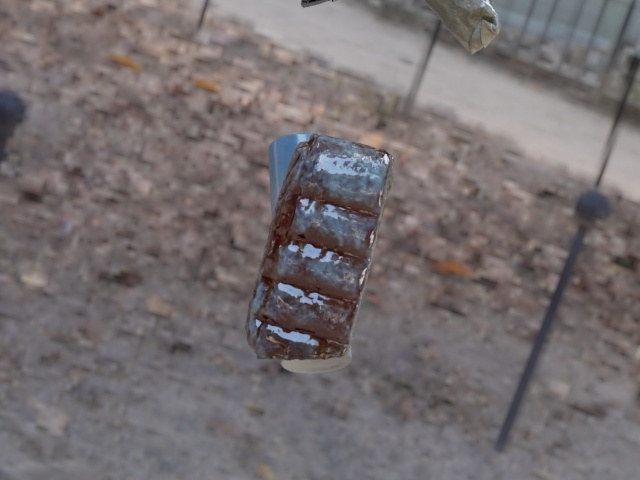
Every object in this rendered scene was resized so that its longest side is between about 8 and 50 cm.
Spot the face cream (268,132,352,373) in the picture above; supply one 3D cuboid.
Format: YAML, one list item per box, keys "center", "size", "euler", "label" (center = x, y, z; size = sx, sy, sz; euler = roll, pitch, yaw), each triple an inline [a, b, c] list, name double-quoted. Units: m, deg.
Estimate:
- center: [-0.012, 0.012, 1.765]
  size: [0.077, 0.077, 0.250]
  euler: [8, 63, -28]
  label: "face cream"

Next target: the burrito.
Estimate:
- center: [0.113, -0.339, 1.968]
  size: [0.275, 0.082, 0.059]
  euler: [47, 61, -1]
  label: "burrito"

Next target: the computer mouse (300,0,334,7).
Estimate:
- center: [0.046, -0.339, 1.715]
  size: [0.078, 0.241, 0.146]
  euler: [24, 21, -11]
  label: "computer mouse"

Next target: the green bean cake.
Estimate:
- center: [0.000, 0.000, 1.518]
  size: [0.097, 0.198, 0.232]
  euler: [14, 7, -1]
  label: "green bean cake"
